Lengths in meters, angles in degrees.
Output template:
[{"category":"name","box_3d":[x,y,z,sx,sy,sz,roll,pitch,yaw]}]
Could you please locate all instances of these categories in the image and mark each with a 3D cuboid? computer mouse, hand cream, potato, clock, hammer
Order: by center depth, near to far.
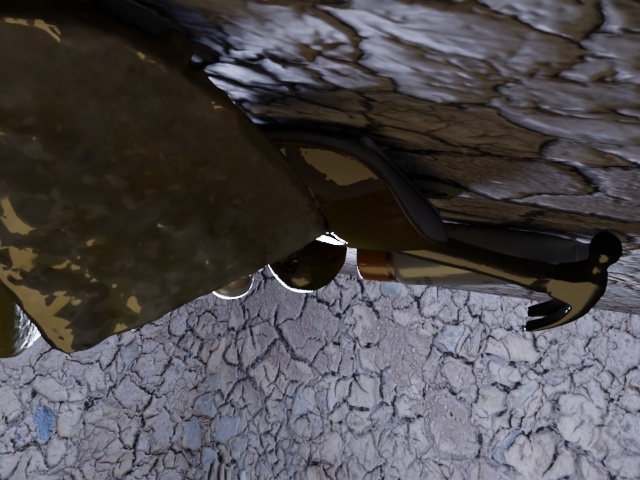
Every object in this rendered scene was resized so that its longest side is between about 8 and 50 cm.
[{"category":"potato","box_3d":[-0.148,-0.086,0.509,0.189,0.211,0.264,57,173,44]},{"category":"computer mouse","box_3d":[0.026,-0.033,0.767,0.158,0.072,0.310,6,170,23]},{"category":"clock","box_3d":[0.107,-0.053,0.813,0.074,0.010,0.083,11,175,-9]},{"category":"hammer","box_3d":[0.127,0.001,0.985,0.439,0.044,0.168,17,137,4]},{"category":"hand cream","box_3d":[0.210,0.019,1.074,0.314,0.089,0.139,0,161,23]}]

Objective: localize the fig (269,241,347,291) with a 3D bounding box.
[{"category":"fig","box_3d":[0.000,0.000,1.226,0.124,0.124,0.236,8,-165,20]}]

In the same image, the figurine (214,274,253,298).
[{"category":"figurine","box_3d":[-0.264,0.009,1.230,0.323,0.196,0.320,1,-177,-7]}]

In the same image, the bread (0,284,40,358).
[{"category":"bread","box_3d":[-0.347,-0.006,0.824,0.148,0.270,0.270,6,175,2]}]
